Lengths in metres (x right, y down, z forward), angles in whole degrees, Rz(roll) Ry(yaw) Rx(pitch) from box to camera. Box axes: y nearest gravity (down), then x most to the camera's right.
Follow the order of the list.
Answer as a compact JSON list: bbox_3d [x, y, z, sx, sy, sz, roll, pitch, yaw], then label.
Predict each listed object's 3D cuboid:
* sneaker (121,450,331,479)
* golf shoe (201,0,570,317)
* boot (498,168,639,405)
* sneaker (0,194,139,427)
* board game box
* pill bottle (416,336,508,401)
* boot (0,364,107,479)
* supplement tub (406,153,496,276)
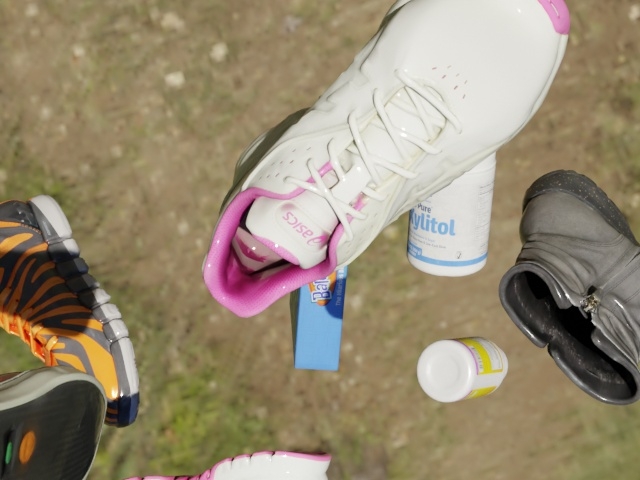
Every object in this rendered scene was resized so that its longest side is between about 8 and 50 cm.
[{"bbox_3d":[-0.101,0.245,1.291,0.252,0.111,0.103,-17,164,32],"label":"sneaker"},{"bbox_3d":[0.033,-0.049,0.963,0.306,0.115,0.140,-42,-169,43],"label":"golf shoe"},{"bbox_3d":[0.315,0.097,1.574,0.338,0.222,0.118,34,124,-9],"label":"boot"},{"bbox_3d":[-0.329,0.095,1.735,0.180,0.321,0.124,-16,142,-27],"label":"sneaker"},{"bbox_3d":[0.000,0.000,1.559,0.047,0.160,0.210,4,110,-4],"label":"board game box"},{"bbox_3d":[0.103,0.089,1.103,0.043,0.043,0.083,-30,165,24],"label":"pill bottle"},{"bbox_3d":[-0.240,0.103,0.923,0.176,0.088,0.244,11,180,17],"label":"boot"},{"bbox_3d":[0.110,-0.030,1.329,0.071,0.071,0.107,-8,115,-22],"label":"supplement tub"}]
